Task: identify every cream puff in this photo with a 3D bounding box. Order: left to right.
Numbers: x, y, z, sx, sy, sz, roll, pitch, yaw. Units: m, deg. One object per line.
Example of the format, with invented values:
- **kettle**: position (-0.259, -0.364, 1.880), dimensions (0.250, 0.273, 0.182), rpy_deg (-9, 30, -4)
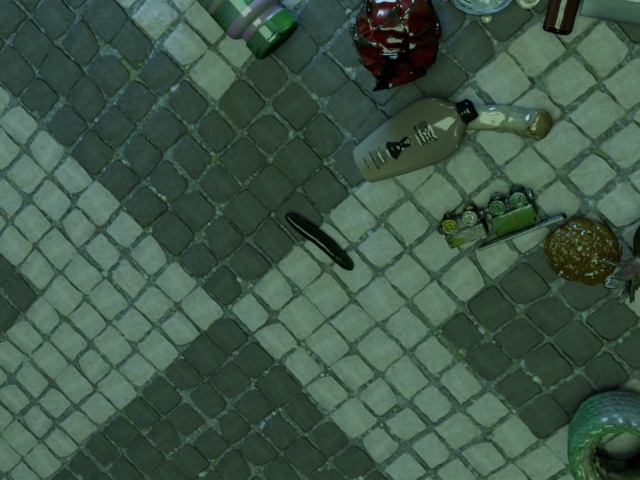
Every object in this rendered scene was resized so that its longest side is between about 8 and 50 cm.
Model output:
- **cream puff**: position (0.500, 0.024, 1.690), dimensions (0.144, 0.103, 0.126), rpy_deg (23, 114, 14)

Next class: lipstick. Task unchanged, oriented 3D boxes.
- **lipstick**: position (0.456, -0.539, 1.537), dimensions (0.057, 0.057, 0.356), rpy_deg (14, 112, 11)

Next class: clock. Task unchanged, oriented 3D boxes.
- **clock**: position (0.293, -0.484, 1.599), dimensions (0.229, 0.063, 0.155), rpy_deg (31, 113, 5)

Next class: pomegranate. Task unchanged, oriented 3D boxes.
- **pomegranate**: position (0.625, 0.035, 1.607), dimensions (0.224, 0.181, 0.181), rpy_deg (-22, 102, 2)

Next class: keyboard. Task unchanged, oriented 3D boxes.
- **keyboard**: position (0.395, -0.016, 1.733), dimensions (0.176, 0.055, 0.014), rpy_deg (-22, 90, 22)

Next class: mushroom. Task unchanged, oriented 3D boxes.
- **mushroom**: position (0.337, -0.230, 1.681), dimensions (0.202, 0.054, 0.059), rpy_deg (11, 105, 19)

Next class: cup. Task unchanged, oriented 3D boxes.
- **cup**: position (0.527, -0.446, 1.525), dimensions (0.133, 0.099, 0.135), rpy_deg (14, 112, 12)

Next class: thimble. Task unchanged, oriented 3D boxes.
- **thimble**: position (0.606, 0.413, 1.767), dimensions (0.219, 0.150, 0.218), rpy_deg (5, 109, 15)

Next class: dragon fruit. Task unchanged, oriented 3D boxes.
- **dragon fruit**: position (0.139, -0.381, 1.622), dimensions (0.182, 0.182, 0.188), rpy_deg (-26, 101, 22)

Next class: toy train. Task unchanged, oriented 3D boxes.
- **toy train**: position (0.330, -0.042, 1.740), dimensions (0.202, 0.060, 0.081), rpy_deg (-22, 107, 23)

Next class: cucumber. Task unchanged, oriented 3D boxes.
- **cucumber**: position (0.000, 0.000, 1.865), dimensions (0.184, 0.033, 0.036), rpy_deg (40, 89, 0)

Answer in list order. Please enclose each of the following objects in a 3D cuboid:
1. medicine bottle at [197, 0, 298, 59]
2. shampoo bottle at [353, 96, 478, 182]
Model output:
- **medicine bottle**: position (-0.168, -0.481, 1.694), dimensions (0.274, 0.133, 0.133), rpy_deg (47, 114, -3)
- **shampoo bottle**: position (0.186, -0.199, 1.706), dimensions (0.257, 0.078, 0.127), rpy_deg (-27, 91, 28)
